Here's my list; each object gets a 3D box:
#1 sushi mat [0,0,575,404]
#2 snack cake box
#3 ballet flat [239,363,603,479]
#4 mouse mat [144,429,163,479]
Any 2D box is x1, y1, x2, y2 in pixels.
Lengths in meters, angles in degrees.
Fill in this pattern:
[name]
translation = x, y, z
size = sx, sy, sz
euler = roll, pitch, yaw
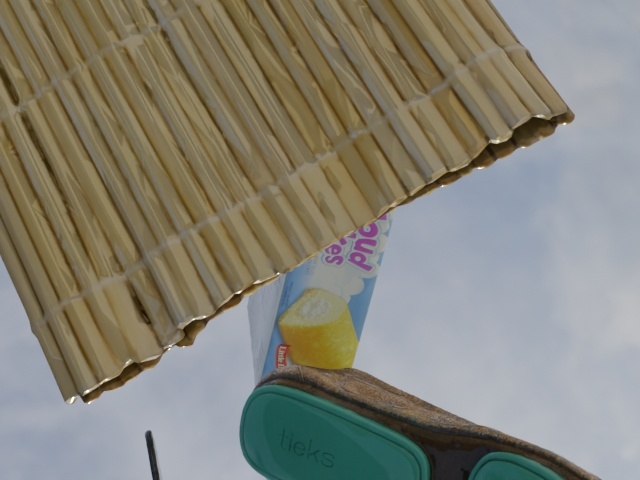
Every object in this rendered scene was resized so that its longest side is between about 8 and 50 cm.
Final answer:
[sushi mat]
translation = -0.070, -0.114, 0.433
size = 0.316, 0.151, 0.019
euler = 60, -175, 27
[snack cake box]
translation = 0.000, 0.000, 1.340
size = 0.089, 0.264, 0.152
euler = 8, -151, -10
[ballet flat]
translation = 0.095, 0.147, 0.820
size = 0.316, 0.108, 0.106
euler = 28, -165, 34
[mouse mat]
translation = -0.052, 0.190, 0.576
size = 0.153, 0.007, 0.190
euler = -112, 15, -56
